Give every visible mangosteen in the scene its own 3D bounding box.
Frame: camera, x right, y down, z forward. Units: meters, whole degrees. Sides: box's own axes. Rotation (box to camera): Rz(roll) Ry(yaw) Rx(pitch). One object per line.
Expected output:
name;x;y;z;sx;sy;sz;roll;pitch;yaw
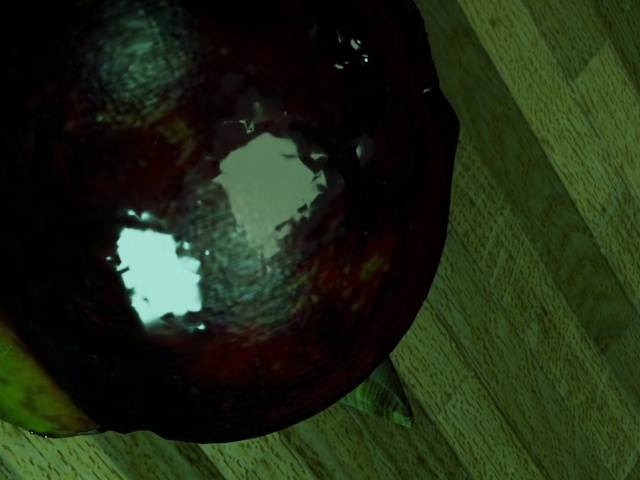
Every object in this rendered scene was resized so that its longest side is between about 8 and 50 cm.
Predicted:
mangosteen;-0.117;-0.059;1.288;0.381;0.421;0.381;-1;90;-64

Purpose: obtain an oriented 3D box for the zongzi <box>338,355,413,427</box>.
zongzi;0.000;0.000;1.475;0.111;0.241;0.248;-3;102;-45
